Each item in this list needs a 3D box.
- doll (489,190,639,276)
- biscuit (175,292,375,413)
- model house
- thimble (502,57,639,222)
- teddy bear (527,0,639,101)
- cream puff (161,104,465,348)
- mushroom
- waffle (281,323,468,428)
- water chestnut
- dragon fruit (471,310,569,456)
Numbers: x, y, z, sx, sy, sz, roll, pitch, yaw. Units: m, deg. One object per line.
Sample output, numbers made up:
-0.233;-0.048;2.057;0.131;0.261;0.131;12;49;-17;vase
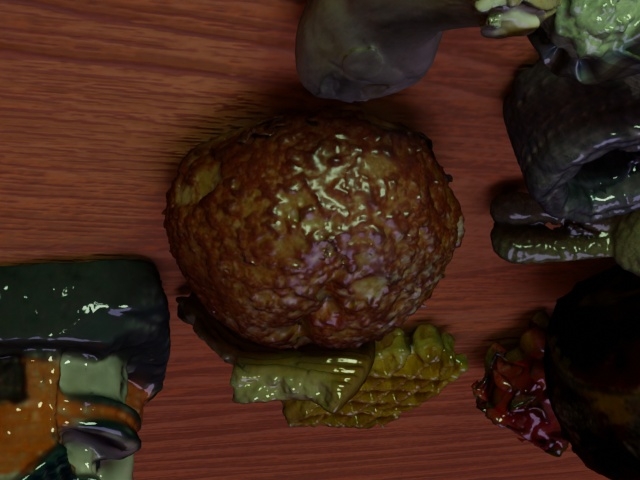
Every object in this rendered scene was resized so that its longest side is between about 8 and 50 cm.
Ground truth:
0.307;0.005;0.948;0.286;0.202;0.091;-22;169;10;doll
-0.050;0.084;0.954;0.229;0.176;0.031;8;118;27;biscuit
-0.231;0.202;0.977;0.190;0.301;0.271;1;150;-11;model house
0.221;-0.086;0.830;0.150;0.097;0.150;-10;153;-5;thimble
0.182;-0.137;0.627;0.213;0.111;0.133;40;144;-27;teddy bear
0.000;0.000;0.838;0.240;0.164;0.240;-15;156;-7;cream puff
0.056;-0.137;0.615;0.081;0.092;0.223;-43;-169;-23;mushroom
0.071;0.160;1.268;0.160;0.055;0.211;7;147;-35;waffle
0.383;0.097;1.087;0.350;0.350;0.302;-21;112;15;water chestnut
0.257;0.174;1.307;0.150;0.133;0.207;-36;139;-42;dragon fruit
